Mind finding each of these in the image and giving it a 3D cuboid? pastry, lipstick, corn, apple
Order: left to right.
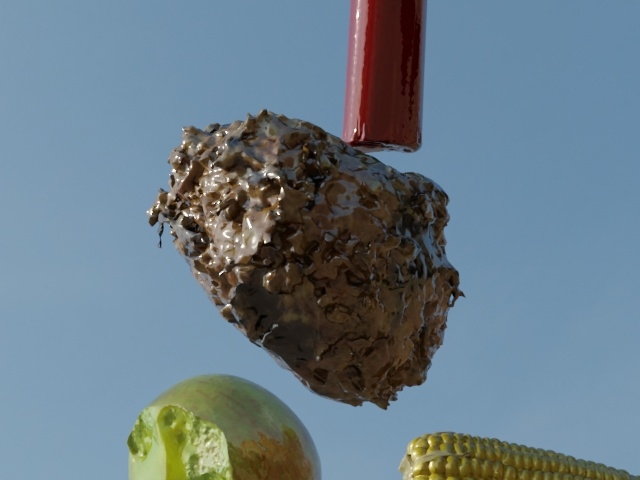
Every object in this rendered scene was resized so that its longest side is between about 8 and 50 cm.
[{"bbox_3d":[-0.128,0.281,1.494,0.246,0.226,0.246,-37,-12,-9],"label":"apple"},{"bbox_3d":[0.000,0.000,0.990,0.193,0.275,0.275,-46,-51,1],"label":"pastry"},{"bbox_3d":[0.060,-0.215,1.090,0.073,0.073,0.280,3,-92,-22],"label":"lipstick"},{"bbox_3d":[0.181,0.210,0.967,0.244,0.093,0.093,11,-55,-3],"label":"corn"}]
